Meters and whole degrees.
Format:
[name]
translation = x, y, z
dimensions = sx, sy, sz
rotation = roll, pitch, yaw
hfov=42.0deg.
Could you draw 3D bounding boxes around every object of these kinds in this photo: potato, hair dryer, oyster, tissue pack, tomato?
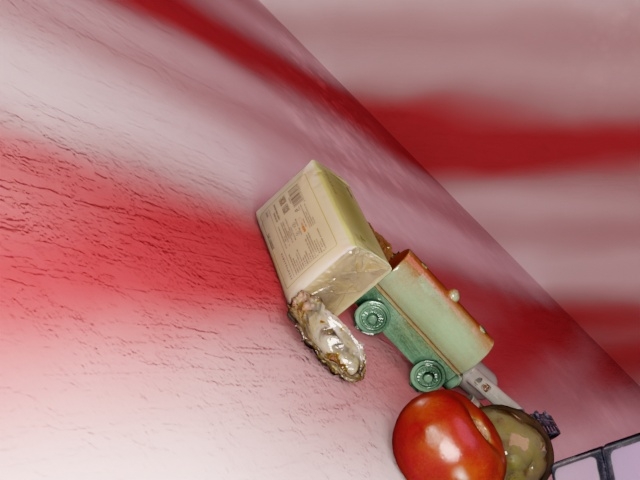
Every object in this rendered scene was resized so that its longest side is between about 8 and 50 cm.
[potato]
translation = 0.316, 0.365, 1.445
dimensions = 0.165, 0.165, 0.262
rotation = 56, 12, 23
[hair dryer]
translation = 0.342, 0.298, 1.667
dimensions = 0.131, 0.073, 0.236
rotation = 40, -3, -29
[oyster]
translation = 0.010, 0.157, 1.297
dimensions = 0.177, 0.056, 0.105
rotation = 40, 26, -24
[tissue pack]
translation = 0.000, 0.000, 1.430
dimensions = 0.125, 0.159, 0.234
rotation = 33, 23, -42
[tomato]
translation = 0.192, 0.317, 1.259
dimensions = 0.195, 0.136, 0.195
rotation = 46, 16, -17

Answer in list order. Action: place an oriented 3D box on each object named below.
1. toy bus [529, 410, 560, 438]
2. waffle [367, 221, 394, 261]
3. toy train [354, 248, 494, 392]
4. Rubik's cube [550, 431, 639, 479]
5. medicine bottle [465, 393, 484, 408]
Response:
[toy bus]
translation = 0.509, 0.433, 1.935
dimensions = 0.166, 0.047, 0.065
rotation = 20, 36, -58
[waffle]
translation = 0.074, -0.019, 1.830
dimensions = 0.253, 0.056, 0.249
rotation = 55, 18, 23
[toy train]
translation = 0.186, 0.147, 1.539
dimensions = 0.285, 0.177, 0.116
rotation = 47, 18, -7
[Rubik's cube]
translation = 0.615, 0.493, 1.296
dimensions = 0.363, 0.362, 0.358
rotation = 21, 52, -25
[medicine bottle]
translation = 0.308, 0.346, 1.630
dimensions = 0.083, 0.047, 0.047
rotation = 48, 17, -4
